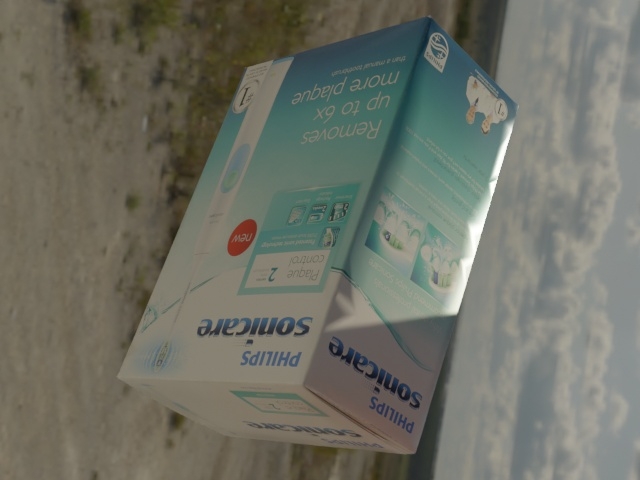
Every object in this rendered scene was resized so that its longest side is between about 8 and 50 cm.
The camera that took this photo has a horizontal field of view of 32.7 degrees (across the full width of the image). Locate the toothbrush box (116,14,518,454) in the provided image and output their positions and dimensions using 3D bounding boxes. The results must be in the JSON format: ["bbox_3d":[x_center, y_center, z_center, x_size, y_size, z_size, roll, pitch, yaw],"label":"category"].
[{"bbox_3d":[0.000,0.000,0.837,0.126,0.216,0.295,35,64,-36],"label":"toothbrush box"}]
